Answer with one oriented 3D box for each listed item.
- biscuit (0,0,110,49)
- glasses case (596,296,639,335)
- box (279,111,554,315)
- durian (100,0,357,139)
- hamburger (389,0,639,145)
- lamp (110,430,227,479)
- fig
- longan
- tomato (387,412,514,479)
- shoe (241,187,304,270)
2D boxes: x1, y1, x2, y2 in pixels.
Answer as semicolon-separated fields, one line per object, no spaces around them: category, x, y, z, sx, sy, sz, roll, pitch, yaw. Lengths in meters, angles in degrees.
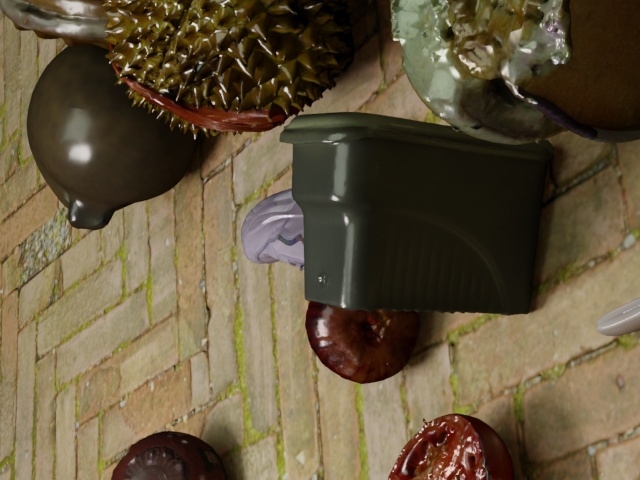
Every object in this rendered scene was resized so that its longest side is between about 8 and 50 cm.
biscuit;-0.291;-0.353;1.820;0.332;0.332;0.103;42;134;51
glasses case;0.281;0.066;1.135;0.083;0.032;0.021;-35;50;47
box;0.094;-0.021;1.229;0.138;0.274;0.178;4;91;57
durian;-0.108;-0.292;1.546;0.384;0.348;0.347;-39;51;41
hamburger;0.224;-0.232;1.089;0.195;0.277;0.317;5;84;52
lamp;-0.194;0.329;1.669;0.156;0.135;0.157;31;80;24
fig;0.038;0.082;1.400;0.150;0.128;0.128;49;121;46
longan;-0.302;-0.156;1.852;0.300;0.243;0.300;-167;90;-75
tomato;0.142;0.258;1.237;0.174;0.082;0.166;-58;35;35
shoe;0.000;0.000;1.505;0.245;0.095;0.137;-28;56;41
